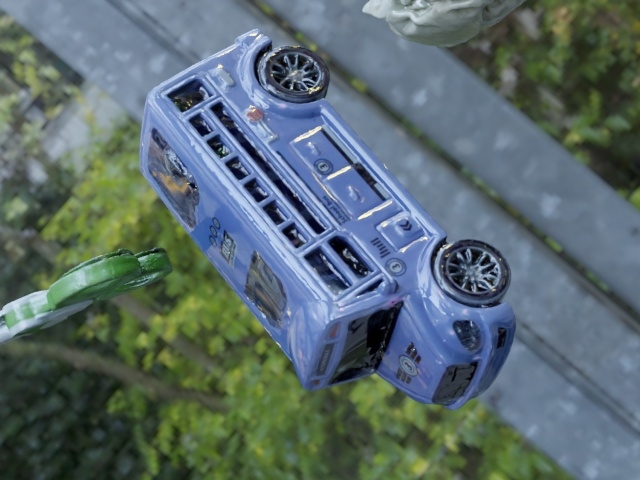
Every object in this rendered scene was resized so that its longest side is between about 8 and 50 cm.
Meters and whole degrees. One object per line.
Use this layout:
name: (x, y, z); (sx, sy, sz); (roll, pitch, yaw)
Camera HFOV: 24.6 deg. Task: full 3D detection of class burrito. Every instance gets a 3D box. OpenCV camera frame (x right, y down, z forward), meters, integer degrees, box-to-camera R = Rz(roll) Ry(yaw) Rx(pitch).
burrito: (0.160, -0.218, 1.055); (0.392, 0.117, 0.076); (157, 115, -62)

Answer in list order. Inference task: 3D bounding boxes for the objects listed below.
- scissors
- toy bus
scissors: (-0.208, 0.052, 1.074); (0.204, 0.027, 0.101); (-24, -10, 21)
toy bus: (0.000, 0.000, 1.012); (0.133, 0.292, 0.125); (-29, -24, -26)
